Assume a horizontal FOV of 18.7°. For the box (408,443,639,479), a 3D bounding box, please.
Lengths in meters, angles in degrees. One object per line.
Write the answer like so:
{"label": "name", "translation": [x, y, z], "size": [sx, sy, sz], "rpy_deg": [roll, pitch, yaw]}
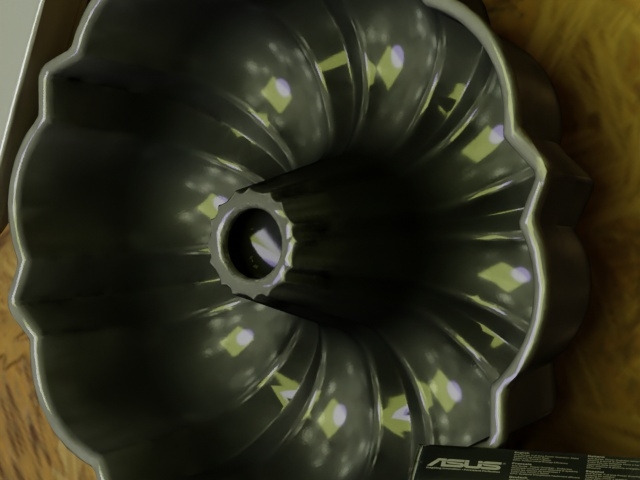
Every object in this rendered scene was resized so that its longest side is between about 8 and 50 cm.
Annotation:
{"label": "box", "translation": [0.135, 0.185, 0.873], "size": [0.190, 0.045, 0.184], "rpy_deg": [2, 111, 12]}

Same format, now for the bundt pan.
{"label": "bundt pan", "translation": [0.000, 0.000, 0.996], "size": [0.330, 0.124, 0.331], "rpy_deg": [1, 91, 35]}

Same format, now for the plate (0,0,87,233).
{"label": "plate", "translation": [-0.194, -0.155, 1.140], "size": [0.278, 0.045, 0.277], "rpy_deg": [36, 111, 57]}
